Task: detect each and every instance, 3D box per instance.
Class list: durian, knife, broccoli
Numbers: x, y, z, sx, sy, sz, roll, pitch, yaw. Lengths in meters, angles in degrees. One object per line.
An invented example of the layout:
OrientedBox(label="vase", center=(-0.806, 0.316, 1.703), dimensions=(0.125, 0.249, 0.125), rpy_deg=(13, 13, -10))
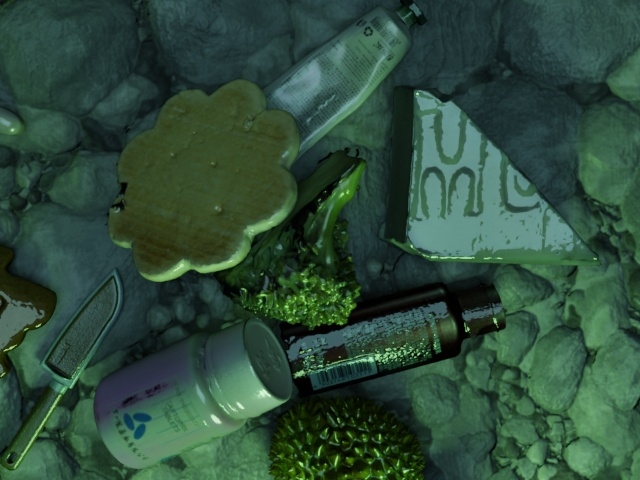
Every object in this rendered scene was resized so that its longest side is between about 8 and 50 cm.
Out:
OrientedBox(label="durian", center=(0.034, 0.324, 1.386), dimensions=(0.237, 0.176, 0.200), rpy_deg=(12, 74, 7))
OrientedBox(label="knife", center=(-0.389, 0.191, 1.423), dimensions=(0.061, 0.027, 0.343), rpy_deg=(34, 92, 0))
OrientedBox(label="broccoli", center=(0.000, 0.016, 1.345), dimensions=(0.273, 0.242, 0.180), rpy_deg=(-41, 117, 7))

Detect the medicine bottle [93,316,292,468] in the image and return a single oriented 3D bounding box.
OrientedBox(label="medicine bottle", center=(-0.178, 0.213, 1.342), dimensions=(0.255, 0.152, 0.152), rpy_deg=(-24, 95, 18))

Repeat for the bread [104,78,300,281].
OrientedBox(label="bread", center=(-0.163, -0.085, 1.335), dimensions=(0.316, 0.054, 0.316), rpy_deg=(-11, 62, 21))

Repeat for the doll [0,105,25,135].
OrientedBox(label="doll", center=(-0.513, -0.193, 1.375), dimensions=(0.161, 0.059, 0.160), rpy_deg=(-43, 96, 1))

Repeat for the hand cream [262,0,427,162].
OrientedBox(label="hand cream", center=(0.011, -0.231, 1.402), dimensions=(0.336, 0.076, 0.121), rpy_deg=(-40, 90, 7))

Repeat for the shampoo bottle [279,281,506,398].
OrientedBox(label="shampoo bottle", center=(0.108, 0.137, 1.413), dimensions=(0.323, 0.084, 0.129), rpy_deg=(-16, 111, -1))

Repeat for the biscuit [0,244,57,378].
OrientedBox(label="biscuit", center=(-0.552, 0.079, 1.379), dimensions=(0.278, 0.043, 0.301), rpy_deg=(-33, 88, -9))

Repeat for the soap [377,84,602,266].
OrientedBox(label="soap", center=(0.247, -0.097, 1.375), dimensions=(0.302, 0.159, 0.257), rpy_deg=(3, 92, -5))
